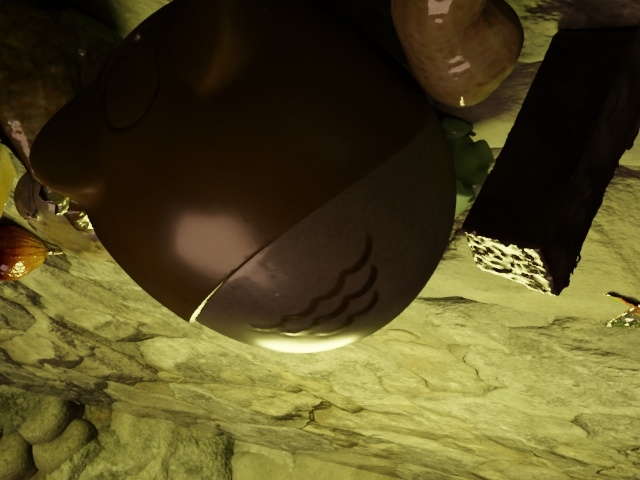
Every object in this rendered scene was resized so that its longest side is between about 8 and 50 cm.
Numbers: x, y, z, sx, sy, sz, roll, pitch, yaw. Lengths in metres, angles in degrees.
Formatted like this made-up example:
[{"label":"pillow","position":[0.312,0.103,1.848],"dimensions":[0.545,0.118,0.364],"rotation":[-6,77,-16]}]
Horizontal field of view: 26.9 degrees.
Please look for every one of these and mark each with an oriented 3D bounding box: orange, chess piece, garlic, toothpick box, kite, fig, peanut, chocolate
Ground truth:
[{"label":"orange","position":[-0.329,-0.183,1.786],"dimensions":[0.210,0.271,0.369],"rotation":[-32,149,-1]},{"label":"chess piece","position":[0.119,-0.054,1.876],"dimensions":[0.194,0.195,0.299],"rotation":[23,148,-17]},{"label":"garlic","position":[-0.387,-0.060,2.208],"dimensions":[0.228,0.152,0.228],"rotation":[21,158,9]},{"label":"toothpick box","position":[-0.079,-0.096,1.597],"dimensions":[0.409,0.409,0.425],"rotation":[-9,146,46]},{"label":"kite","position":[0.547,0.125,2.213],"dimensions":[0.183,0.014,0.241],"rotation":[22,158,-12]},{"label":"fig","position":[-0.591,0.012,2.622],"dimensions":[0.119,0.153,0.119],"rotation":[49,157,29]},{"label":"peanut","position":[0.149,-0.245,1.462],"dimensions":[0.137,0.122,0.253],"rotation":[-4,148,20]},{"label":"chocolate","position":[0.267,-0.101,1.489],"dimensions":[0.112,0.321,0.112],"rotation":[13,153,31]}]

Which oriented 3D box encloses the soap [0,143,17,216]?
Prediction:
[{"label":"soap","position":[-0.650,0.000,2.277],"dimensions":[0.169,0.339,0.304],"rotation":[16,157,4]}]
